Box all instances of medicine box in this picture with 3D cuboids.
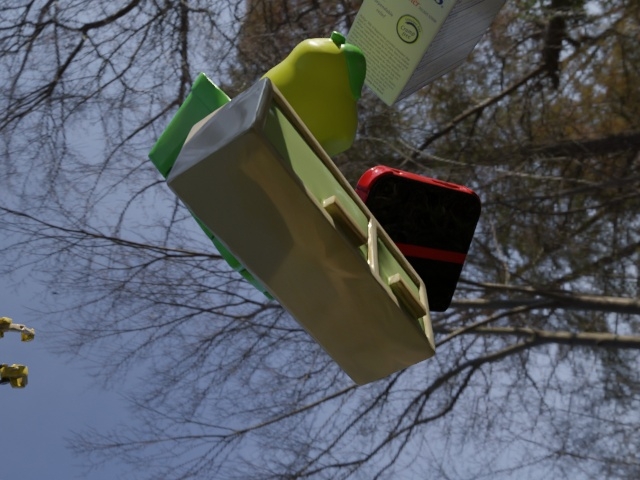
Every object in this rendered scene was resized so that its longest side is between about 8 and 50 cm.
[{"bbox_3d":[0.210,-0.428,1.066,0.149,0.289,0.263,46,-128,11],"label":"medicine box"}]

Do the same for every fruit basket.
[{"bbox_3d":[-0.056,-0.144,0.972,0.392,0.392,0.283,-69,-26,-18],"label":"fruit basket"}]

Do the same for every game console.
[{"bbox_3d":[0.221,0.008,1.475,0.386,0.060,0.342,9,-76,-32],"label":"game console"}]

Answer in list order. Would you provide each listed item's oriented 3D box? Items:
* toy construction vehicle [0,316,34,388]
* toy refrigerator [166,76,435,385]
[{"bbox_3d":[-0.373,0.131,0.687,0.098,0.035,0.086,44,-155,-59],"label":"toy construction vehicle"},{"bbox_3d":[0.000,0.000,0.522,0.269,0.094,0.102,51,-156,-28],"label":"toy refrigerator"}]
